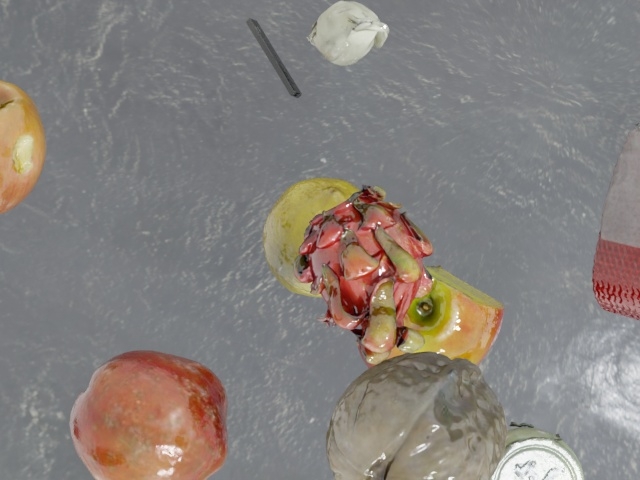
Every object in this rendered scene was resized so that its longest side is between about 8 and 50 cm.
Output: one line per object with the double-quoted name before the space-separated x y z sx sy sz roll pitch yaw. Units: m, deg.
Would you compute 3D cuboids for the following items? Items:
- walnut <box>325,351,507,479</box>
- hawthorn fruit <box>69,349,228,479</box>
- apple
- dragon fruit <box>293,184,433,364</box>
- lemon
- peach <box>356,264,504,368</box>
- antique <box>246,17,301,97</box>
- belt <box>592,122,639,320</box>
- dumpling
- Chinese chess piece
"walnut" 0.108 0.202 0.749 0.178 0.230 0.178 16 117 35
"hawthorn fruit" -0.289 0.321 1.198 0.284 0.284 0.284 4 103 18
"apple" -0.656 -0.185 1.353 0.242 0.242 0.241 31 116 10
"dragon fruit" 0.070 0.052 1.159 0.243 0.307 0.227 38 122 -5
"lemon" 0.000 0.000 1.517 0.253 0.253 0.310 36 140 8
"peach" 0.252 0.216 1.584 0.242 0.380 0.306 38 96 15
"antique" -0.095 -0.371 1.418 0.015 0.031 0.192 -36 78 23
"belt" 0.330 -0.018 0.608 0.124 0.128 0.200 19 97 44
"dumpling" 0.063 -0.421 1.435 0.199 0.136 0.118 10 88 58
"Chinese chess piece" 0.448 0.516 1.501 0.238 0.092 0.237 0 85 -1
